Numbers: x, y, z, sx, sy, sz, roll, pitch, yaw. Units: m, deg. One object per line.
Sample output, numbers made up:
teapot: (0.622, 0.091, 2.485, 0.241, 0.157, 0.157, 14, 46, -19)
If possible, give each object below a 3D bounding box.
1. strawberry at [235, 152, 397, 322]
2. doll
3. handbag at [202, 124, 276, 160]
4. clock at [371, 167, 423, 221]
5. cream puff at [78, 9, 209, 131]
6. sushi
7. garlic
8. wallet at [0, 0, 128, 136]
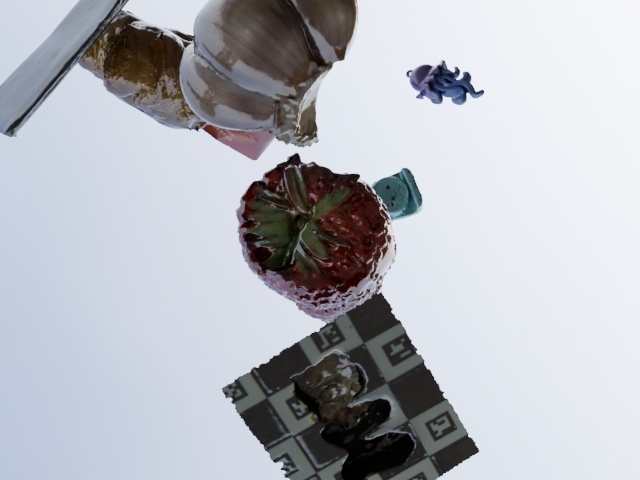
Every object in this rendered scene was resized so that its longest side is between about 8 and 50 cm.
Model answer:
strawberry: (-0.003, 0.003, 1.424, 0.261, 0.261, 0.257, 65, -169, 20)
doll: (0.278, -0.353, 1.906, 0.206, 0.067, 0.110, 27, -106, 34)
handbag: (-0.225, -0.338, 1.945, 0.298, 0.151, 0.171, 28, -134, -21)
clock: (0.153, -0.094, 1.907, 0.045, 0.147, 0.108, 63, -173, -69)
cream puff: (-0.257, -0.271, 1.371, 0.269, 0.155, 0.241, 12, -163, -32)
sushi: (0.047, 0.276, 1.390, 0.373, 0.296, 0.100, 58, -179, -24)
garlic: (-0.068, -0.227, 0.977, 0.191, 0.214, 0.160, 39, -146, 20)
wallet: (-0.376, -0.271, 1.208, 0.030, 0.285, 0.146, 44, 171, -36)
